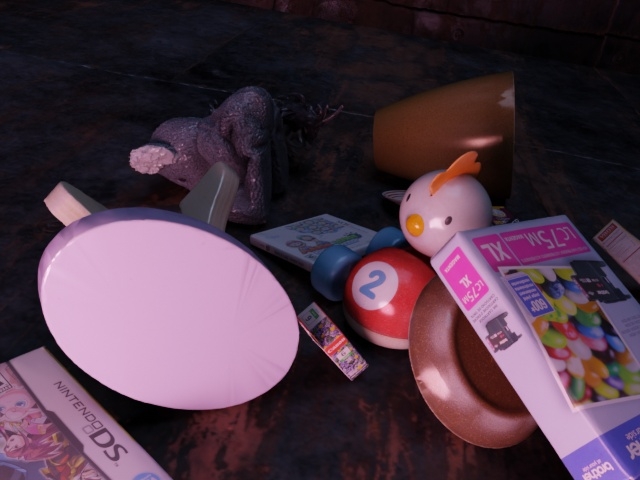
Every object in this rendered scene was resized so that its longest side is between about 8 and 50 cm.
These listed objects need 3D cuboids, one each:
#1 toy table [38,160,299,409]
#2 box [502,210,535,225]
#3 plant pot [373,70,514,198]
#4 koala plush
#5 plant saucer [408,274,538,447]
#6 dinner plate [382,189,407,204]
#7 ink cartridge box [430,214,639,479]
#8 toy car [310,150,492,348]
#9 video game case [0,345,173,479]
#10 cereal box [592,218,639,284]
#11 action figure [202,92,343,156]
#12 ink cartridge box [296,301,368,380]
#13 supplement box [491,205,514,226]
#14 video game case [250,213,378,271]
[{"bbox_3d":[-0.154,0.042,0.629,0.252,0.274,0.161,-39,39,-5],"label":"toy table"},{"bbox_3d":[0.310,0.024,0.948,0.116,0.029,0.162,41,46,22],"label":"box"},{"bbox_3d":[0.234,-0.198,1.195,0.255,0.237,0.237,1,27,13],"label":"plant pot"},{"bbox_3d":[-0.182,-0.150,1.018,0.222,0.203,0.196,2,27,12],"label":"koala plush"},{"bbox_3d":[0.186,0.116,0.663,0.199,0.036,0.198,10,67,-24],"label":"plant saucer"},{"bbox_3d":[0.180,-0.072,1.109,0.141,0.017,0.141,2,12,0],"label":"dinner plate"},{"bbox_3d":[0.263,0.114,0.606,0.186,0.065,0.311,-8,58,-34],"label":"ink cartridge box"},{"bbox_3d":[0.133,-0.001,0.772,0.210,0.237,0.219,-18,39,-39],"label":"toy car"},{"bbox_3d":[-0.285,0.208,0.486,0.248,0.035,0.275,30,35,32],"label":"video game case"},{"bbox_3d":[0.497,0.081,0.855,0.173,0.047,0.240,32,20,-24],"label":"cereal box"},{"bbox_3d":[-0.086,-0.209,1.183,0.276,0.140,0.164,9,23,33],"label":"action figure"},{"bbox_3d":[0.006,0.102,0.688,0.029,0.115,0.063,-40,44,-5],"label":"ink cartridge box"},{"bbox_3d":[0.299,-0.022,1.057,0.055,0.043,0.083,1,31,-17],"label":"supplement box"},{"bbox_3d":[0.000,0.000,0.930,0.157,0.019,0.143,-18,28,-39],"label":"video game case"}]
